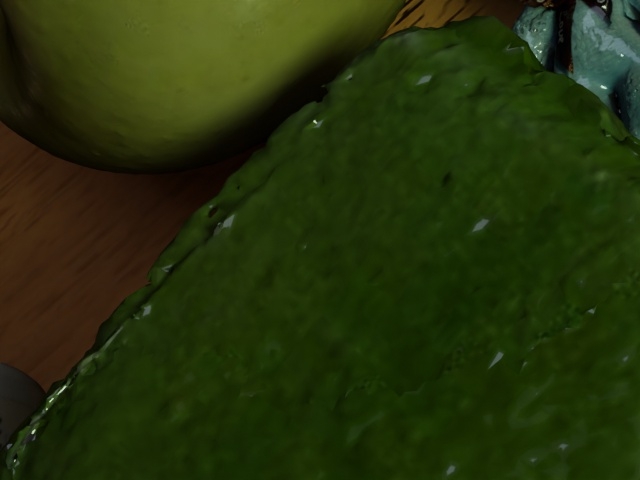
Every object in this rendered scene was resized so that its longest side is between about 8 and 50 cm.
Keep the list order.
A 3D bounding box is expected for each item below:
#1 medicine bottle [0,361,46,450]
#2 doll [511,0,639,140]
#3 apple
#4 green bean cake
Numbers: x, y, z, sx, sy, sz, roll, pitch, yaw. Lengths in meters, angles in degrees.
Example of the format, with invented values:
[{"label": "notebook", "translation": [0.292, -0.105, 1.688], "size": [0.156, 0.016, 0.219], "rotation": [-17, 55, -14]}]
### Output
[{"label": "medicine bottle", "translation": [-0.205, 0.194, 0.886], "size": [0.143, 0.143, 0.258], "rotation": [-14, 62, 23]}, {"label": "doll", "translation": [0.128, -0.119, 0.878], "size": [0.120, 0.075, 0.179], "rotation": [-19, 62, 24]}, {"label": "apple", "translation": [-0.064, -0.164, 0.885], "size": [0.258, 0.295, 0.233], "rotation": [-34, 80, -25]}, {"label": "green bean cake", "translation": [0.073, 0.108, 0.745], "size": [0.335, 0.218, 0.319], "rotation": [-42, 50, 1]}]
